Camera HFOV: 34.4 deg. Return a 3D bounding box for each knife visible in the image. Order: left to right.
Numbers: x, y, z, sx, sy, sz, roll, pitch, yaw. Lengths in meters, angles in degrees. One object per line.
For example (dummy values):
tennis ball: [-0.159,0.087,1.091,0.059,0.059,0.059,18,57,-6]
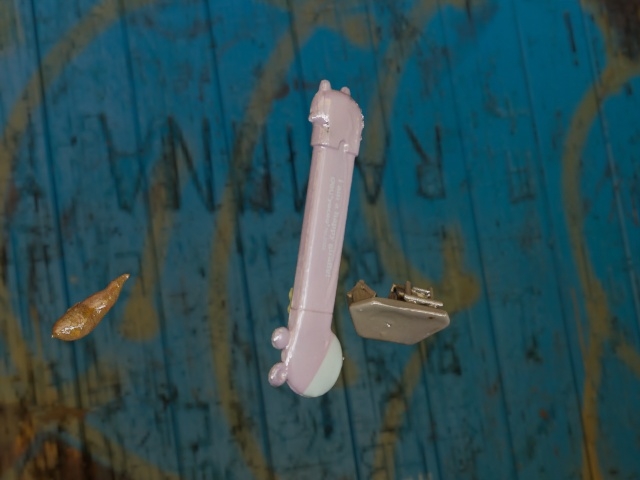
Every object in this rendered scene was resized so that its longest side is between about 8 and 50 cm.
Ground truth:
knife: [-0.001,0.000,1.312,0.038,0.398,0.132,7,177,41]

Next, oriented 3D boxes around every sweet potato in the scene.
sweet potato: [-0.465,0.144,2.097,0.068,0.068,0.226,-16,-159,48]

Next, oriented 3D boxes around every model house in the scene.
model house: [0.171,0.151,2.369,0.229,0.122,0.188,9,-154,-4]
